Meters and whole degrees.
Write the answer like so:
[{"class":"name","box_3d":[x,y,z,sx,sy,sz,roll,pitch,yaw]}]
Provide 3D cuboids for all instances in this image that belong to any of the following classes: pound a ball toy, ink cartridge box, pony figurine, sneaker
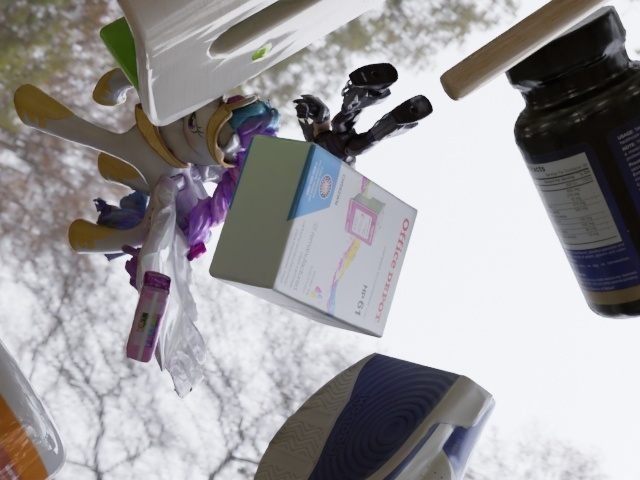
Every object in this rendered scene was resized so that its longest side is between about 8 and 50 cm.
[{"class":"pound a ball toy","box_3d":[0.042,-0.170,0.549,0.319,0.136,0.208,-32,-103,-15]},{"class":"ink cartridge box","box_3d":[0.000,0.000,0.704,0.052,0.122,0.089,11,-101,36]},{"class":"pony figurine","box_3d":[-0.163,-0.043,1.344,0.363,0.351,0.302,9,-146,42]},{"class":"sneaker","box_3d":[0.024,0.243,0.790,0.316,0.182,0.127,-55,-148,-14]}]

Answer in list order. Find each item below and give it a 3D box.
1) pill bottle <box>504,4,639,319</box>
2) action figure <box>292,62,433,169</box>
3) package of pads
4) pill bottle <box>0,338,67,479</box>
[{"class":"pill bottle","box_3d":[0.223,-0.061,0.897,0.122,0.123,0.219,-17,-76,38]},{"class":"action figure","box_3d":[0.037,-0.149,1.681,0.185,0.099,0.285,54,-34,4]},{"class":"package of pads","box_3d":[-0.176,0.077,1.195,0.050,0.031,0.083,-106,-150,-67]},{"class":"pill bottle","box_3d":[-0.231,0.115,0.508,0.216,0.121,0.121,-36,-142,-22]}]
